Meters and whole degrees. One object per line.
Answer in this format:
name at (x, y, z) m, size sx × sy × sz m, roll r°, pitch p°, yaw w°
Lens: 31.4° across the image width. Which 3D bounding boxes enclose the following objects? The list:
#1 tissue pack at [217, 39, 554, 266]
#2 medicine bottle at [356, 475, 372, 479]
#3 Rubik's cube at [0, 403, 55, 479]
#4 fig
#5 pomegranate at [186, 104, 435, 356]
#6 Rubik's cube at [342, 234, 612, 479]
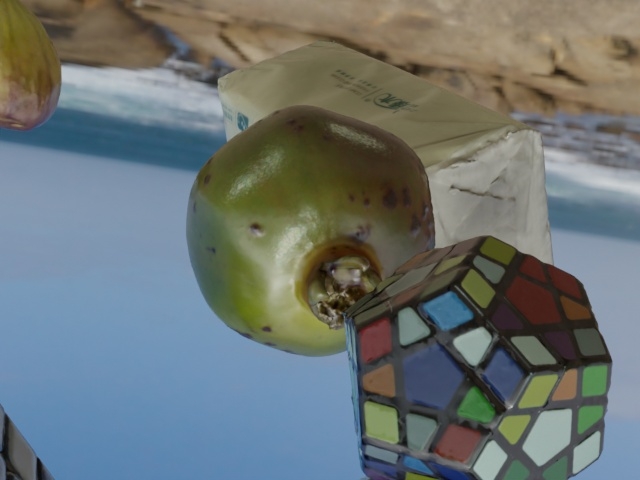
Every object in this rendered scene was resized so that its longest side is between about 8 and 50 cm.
tissue pack at (0.067, -0.035, 1.274) m, size 0.207 × 0.297 × 0.380 m, roll -26°, pitch -148°, yaw -23°
medicine bottle at (0.059, 0.258, 0.692) m, size 0.083 × 0.229 × 0.121 m, roll -28°, pitch 171°, yaw 21°
Rubik's cube at (-0.315, 0.313, 0.800) m, size 0.291 × 0.293 × 0.287 m, roll -22°, pitch -143°, yaw 2°
fig at (-0.357, -0.217, 1.221) m, size 0.160 × 0.231 × 0.143 m, roll 13°, pitch -135°, yaw 1°
pomegranate at (-0.008, -0.007, 0.856) m, size 0.198 × 0.198 × 0.246 m, roll 9°, pitch -177°, yaw 5°
Rubik's cube at (0.069, 0.063, 0.526) m, size 0.133 × 0.133 × 0.112 m, roll 10°, pitch 180°, yaw 26°
